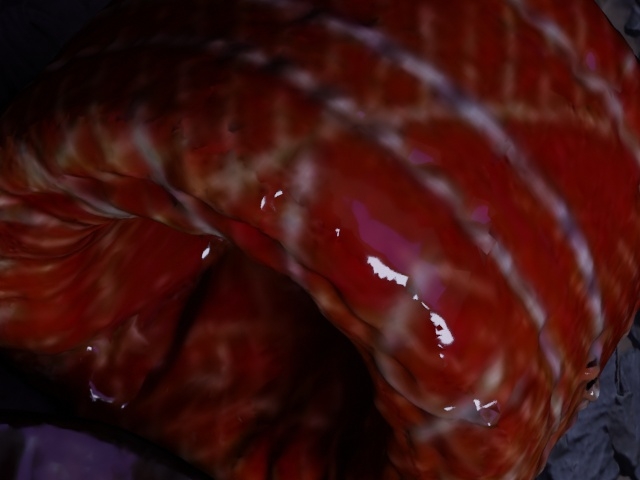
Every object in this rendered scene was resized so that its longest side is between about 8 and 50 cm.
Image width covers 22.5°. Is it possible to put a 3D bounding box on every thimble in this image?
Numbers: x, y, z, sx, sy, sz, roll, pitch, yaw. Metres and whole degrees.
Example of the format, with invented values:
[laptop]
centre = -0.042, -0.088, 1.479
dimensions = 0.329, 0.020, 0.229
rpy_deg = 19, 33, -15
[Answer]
[thimble]
centre = 0.000, 0.000, 0.832
dimensions = 0.350, 0.350, 0.230
rpy_deg = 51, 55, -22

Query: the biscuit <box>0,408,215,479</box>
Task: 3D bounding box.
[biscuit]
centre = -0.165, 0.283, 0.765
dimensions = 0.407, 0.091, 0.407
rpy_deg = 4, 82, -31
